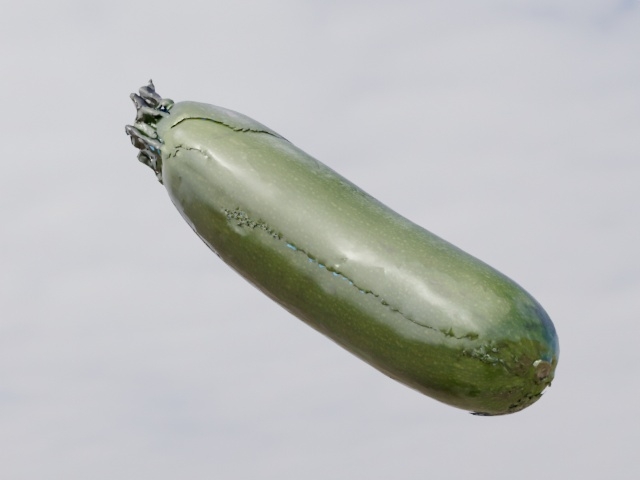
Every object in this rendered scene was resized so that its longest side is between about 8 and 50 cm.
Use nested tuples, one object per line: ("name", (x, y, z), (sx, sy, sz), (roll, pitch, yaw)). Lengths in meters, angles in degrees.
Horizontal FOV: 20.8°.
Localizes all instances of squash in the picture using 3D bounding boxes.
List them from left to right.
("squash", (-0.001, 0.001, 0.966), (0.331, 0.087, 0.087), (34, 8, 33))
